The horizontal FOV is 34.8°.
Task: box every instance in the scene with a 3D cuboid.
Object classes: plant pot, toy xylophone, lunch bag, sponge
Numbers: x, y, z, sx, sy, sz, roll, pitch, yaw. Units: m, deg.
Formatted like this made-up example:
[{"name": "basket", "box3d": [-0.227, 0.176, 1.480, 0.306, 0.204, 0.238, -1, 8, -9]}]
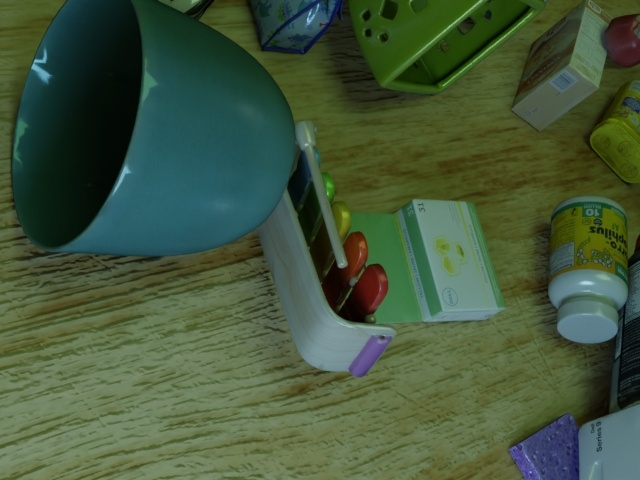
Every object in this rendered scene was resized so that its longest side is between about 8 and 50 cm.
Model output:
[{"name": "plant pot", "box3d": [0.161, -0.365, 1.503, 0.207, 0.227, 0.228, 58, 26, 13]}, {"name": "toy xylophone", "box3d": [0.000, 0.000, 1.226, 0.081, 0.236, 0.323, -8, 69, -23]}, {"name": "plant pot", "box3d": [-0.171, -0.113, 1.138, 0.235, 0.293, 0.293, 12, 59, -38]}, {"name": "lunch bag", "box3d": [-0.028, -0.358, 1.446, 0.096, 0.151, 0.129, -4, 68, -35]}, {"name": "sponge", "box3d": [0.352, 0.352, 1.400, 0.117, 0.031, 0.210, -22, 79, -39]}]

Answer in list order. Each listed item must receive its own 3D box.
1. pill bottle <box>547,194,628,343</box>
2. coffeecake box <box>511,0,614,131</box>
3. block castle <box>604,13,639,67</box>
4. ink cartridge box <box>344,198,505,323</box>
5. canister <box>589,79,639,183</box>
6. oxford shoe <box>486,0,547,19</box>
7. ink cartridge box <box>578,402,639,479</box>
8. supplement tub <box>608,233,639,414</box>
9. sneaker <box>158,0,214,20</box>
[{"name": "pill bottle", "box3d": [0.405, 0.045, 1.545, 0.117, 0.117, 0.208, 26, 54, -21]}, {"name": "coffeecake box", "box3d": [0.408, -0.296, 1.715, 0.068, 0.142, 0.185, 35, 51, -13]}, {"name": "block castle", "box3d": [0.695, -0.248, 1.741, 0.303, 0.213, 0.453, -42, 107, -27]}, {"name": "ink cartridge box", "box3d": [0.134, 0.028, 1.414, 0.235, 0.056, 0.171, 2, 66, -36]}, {"name": "canister", "box3d": [0.557, -0.197, 1.810, 0.126, 0.073, 0.170, 45, 48, -6]}, {"name": "oxford shoe", "box3d": [0.188, -0.517, 1.695, 0.449, 0.130, 0.169, 41, 5, -7]}, {"name": "ink cartridge box", "box3d": [0.491, 0.379, 1.386, 0.289, 0.121, 0.211, 32, 46, -26]}, {"name": "supplement tub", "box3d": [0.548, 0.141, 1.532, 0.207, 0.207, 0.338, 30, 53, -18]}, {"name": "sneaker", "box3d": [-0.180, -0.421, 1.410, 0.162, 0.106, 0.281, 38, 51, -8]}]
